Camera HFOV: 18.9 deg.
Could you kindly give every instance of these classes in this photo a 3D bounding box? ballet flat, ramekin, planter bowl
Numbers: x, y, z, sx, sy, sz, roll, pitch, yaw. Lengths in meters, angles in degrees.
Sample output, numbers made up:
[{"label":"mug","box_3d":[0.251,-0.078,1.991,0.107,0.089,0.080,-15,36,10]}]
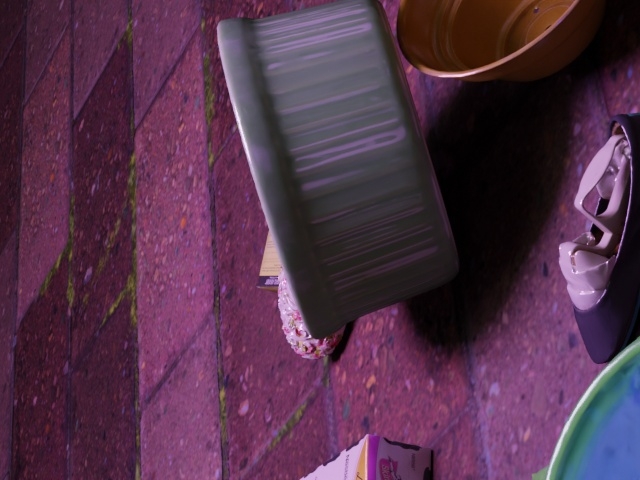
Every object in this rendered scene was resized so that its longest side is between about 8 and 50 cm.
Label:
[{"label":"ballet flat","box_3d":[0.224,-0.006,1.505,0.074,0.074,0.203,26,101,67]},{"label":"ramekin","box_3d":[0.021,-0.074,1.747,0.303,0.148,0.303,-17,-90,-87]},{"label":"planter bowl","box_3d":[0.179,-0.204,1.662,0.217,0.090,0.217,-27,41,26]},{"label":"ballet flat","box_3d":[0.000,0.000,1.977,0.077,0.091,0.241,37,-118,-70]}]

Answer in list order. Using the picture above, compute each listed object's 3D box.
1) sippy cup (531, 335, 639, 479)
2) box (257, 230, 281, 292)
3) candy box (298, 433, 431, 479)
[{"label":"sippy cup","box_3d":[0.275,0.169,1.046,0.240,0.224,0.305,-59,43,16]},{"label":"box","box_3d":[-0.005,-0.055,2.072,0.087,0.058,0.232,-6,72,66]},{"label":"candy box","box_3d":[0.016,0.294,1.795,0.233,0.071,0.159,-41,40,52]}]
